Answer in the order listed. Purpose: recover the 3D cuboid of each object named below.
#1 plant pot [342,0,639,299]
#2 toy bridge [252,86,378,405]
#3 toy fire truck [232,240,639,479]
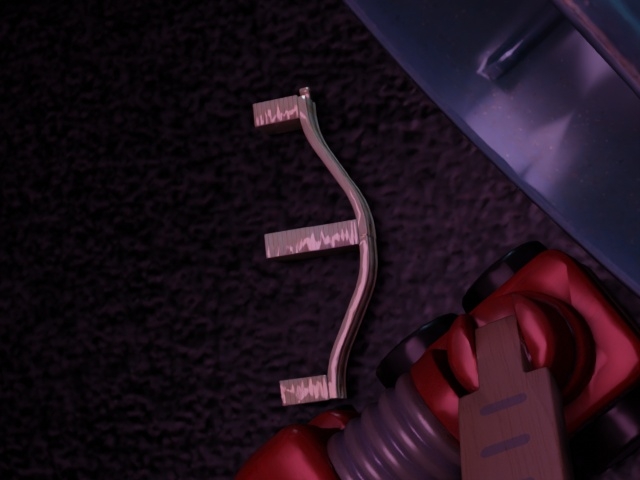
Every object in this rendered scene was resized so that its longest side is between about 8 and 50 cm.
[{"bbox_3d":[0.180,-0.174,0.476,0.334,0.341,0.341,-44,69,2],"label":"plant pot"},{"bbox_3d":[0.000,0.000,0.749,0.063,0.026,0.188,-9,79,18],"label":"toy bridge"},{"bbox_3d":[0.054,0.108,0.591,0.217,0.246,0.158,-41,69,12],"label":"toy fire truck"}]
